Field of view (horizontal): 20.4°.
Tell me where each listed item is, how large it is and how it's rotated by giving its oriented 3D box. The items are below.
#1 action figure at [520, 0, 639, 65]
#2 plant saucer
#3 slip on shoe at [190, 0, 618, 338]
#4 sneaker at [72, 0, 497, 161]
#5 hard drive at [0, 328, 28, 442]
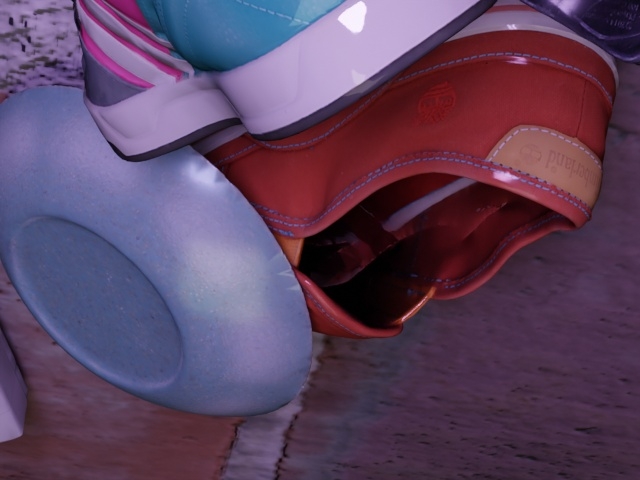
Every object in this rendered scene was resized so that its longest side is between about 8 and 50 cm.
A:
[{"bbox_3d":[0.174,-0.108,0.606,0.164,0.141,0.275,-31,161,30],"label":"action figure"},{"bbox_3d":[-0.093,0.018,0.823,0.195,0.037,0.195,25,140,23],"label":"plant saucer"},{"bbox_3d":[0.000,0.000,0.820,0.123,0.101,0.331,25,143,-34],"label":"slip on shoe"},{"bbox_3d":[-0.062,-0.125,0.613,0.178,0.124,0.295,58,164,-11],"label":"sneaker"},{"bbox_3d":[-0.302,0.008,0.907,0.233,0.047,0.353,0,148,5],"label":"hard drive"}]
